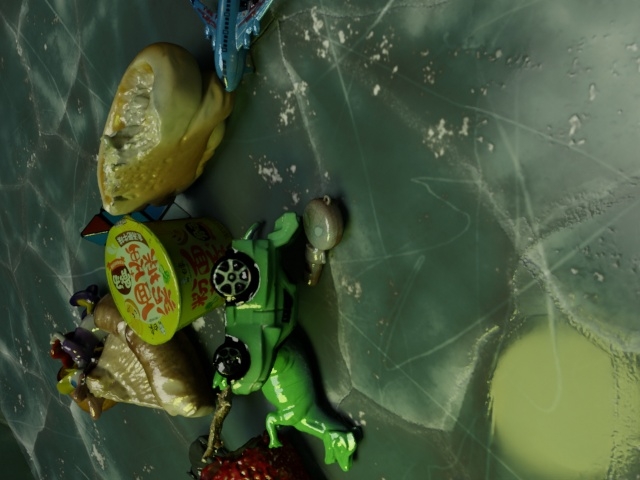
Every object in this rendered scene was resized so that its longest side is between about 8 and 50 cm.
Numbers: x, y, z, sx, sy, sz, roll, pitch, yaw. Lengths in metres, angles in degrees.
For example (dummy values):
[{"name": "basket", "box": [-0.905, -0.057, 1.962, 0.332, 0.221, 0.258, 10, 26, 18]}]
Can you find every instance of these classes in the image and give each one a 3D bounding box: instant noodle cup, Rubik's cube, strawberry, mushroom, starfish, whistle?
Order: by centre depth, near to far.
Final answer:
[{"name": "whistle", "box": [0.000, 0.000, 1.241, 0.107, 0.057, 0.220, 46, 135, 41]}, {"name": "strawberry", "box": [-0.141, 0.589, 1.419, 0.261, 0.261, 0.258, -36, 81, 43]}, {"name": "instant noodle cup", "box": [-0.350, 0.071, 1.467, 0.311, 0.221, 0.311, 14, 112, 38]}, {"name": "starfish", "box": [-0.246, 0.416, 1.511, 0.048, 0.295, 0.231, 13, 152, -3]}, {"name": "Rubik's cube", "box": [-0.458, -0.049, 1.578, 0.234, 0.250, 0.284, -2, 97, 23]}, {"name": "mushroom", "box": [-0.439, 0.324, 1.671, 0.397, 0.224, 0.314, 11, 92, 27]}]

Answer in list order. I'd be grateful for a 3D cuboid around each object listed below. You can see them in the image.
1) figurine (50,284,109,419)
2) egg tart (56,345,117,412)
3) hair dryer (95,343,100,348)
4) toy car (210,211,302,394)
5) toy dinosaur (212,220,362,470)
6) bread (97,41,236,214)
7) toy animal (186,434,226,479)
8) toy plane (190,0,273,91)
[{"name": "figurine", "box": [-0.715, 0.334, 1.847, 0.193, 0.421, 0.154, -9, 139, 9]}, {"name": "egg tart", "box": [-0.731, 0.453, 1.963, 0.215, 0.215, 0.171, 12, 126, 40]}, {"name": "hair dryer", "box": [-0.786, 0.382, 2.102, 0.079, 0.031, 0.083, 20, 124, 49]}, {"name": "toy car", "box": [-0.124, 0.125, 1.228, 0.176, 0.213, 0.359, -2, 86, 1]}, {"name": "toy dinosaur", "box": [-0.056, 0.239, 1.338, 0.374, 0.144, 0.500, 16, 105, 23]}, {"name": "bread", "box": [-0.359, -0.226, 1.350, 0.424, 0.245, 0.329, -47, 32, 38]}, {"name": "toy animal", "box": [-0.328, 0.669, 1.734, 0.137, 0.082, 0.269, 37, 129, 32]}, {"name": "toy plane", "box": [-0.178, -0.446, 1.228, 0.254, 0.105, 0.271, 13, 113, 40]}]
